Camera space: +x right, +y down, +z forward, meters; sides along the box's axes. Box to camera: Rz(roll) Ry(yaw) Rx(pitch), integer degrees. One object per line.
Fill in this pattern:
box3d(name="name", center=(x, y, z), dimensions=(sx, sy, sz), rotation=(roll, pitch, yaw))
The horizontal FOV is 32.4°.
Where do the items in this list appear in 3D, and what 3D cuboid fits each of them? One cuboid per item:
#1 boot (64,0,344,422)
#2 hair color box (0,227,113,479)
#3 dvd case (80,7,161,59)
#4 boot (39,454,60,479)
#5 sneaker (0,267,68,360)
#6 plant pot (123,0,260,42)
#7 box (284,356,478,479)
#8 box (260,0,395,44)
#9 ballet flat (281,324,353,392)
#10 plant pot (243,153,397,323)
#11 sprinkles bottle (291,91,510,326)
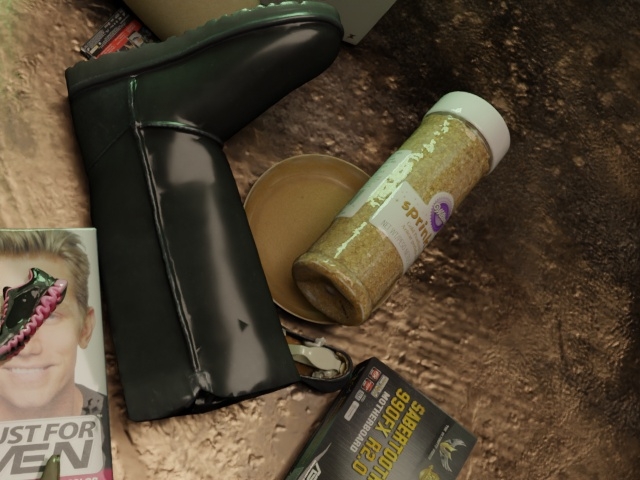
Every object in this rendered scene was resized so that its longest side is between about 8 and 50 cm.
box3d(name="boot", center=(-0.102, -0.032, 1.327), dimensions=(0.366, 0.146, 0.445), rotation=(-16, 74, 9))
box3d(name="hair color box", center=(-0.336, 0.164, 1.248), dimensions=(0.173, 0.105, 0.347), rotation=(-1, 74, -23))
box3d(name="dvd case", center=(-0.246, -0.241, 1.462), dimensions=(0.119, 0.013, 0.087), rotation=(40, 63, -6))
box3d(name="boot", center=(-0.315, 0.281, 1.141), dimensions=(0.086, 0.042, 0.119), rotation=(3, 67, -13))
box3d(name="sneaker", center=(-0.328, 0.077, 1.197), dimensions=(0.057, 0.047, 0.119), rotation=(35, 56, -2))
box3d(name="plant pot", center=(-0.190, -0.393, 1.423), dimensions=(0.256, 0.256, 0.274), rotation=(-33, 105, -28))
box3d(name="box", center=(0.071, 0.295, 1.407), dimensions=(0.183, 0.056, 0.231), rotation=(39, 64, -7))
box3d(name="box", center=(0.012, -0.381, 1.519), dimensions=(0.180, 0.182, 0.119), rotation=(15, 68, -18))
box3d(name="ballet flat", center=(-0.047, 0.137, 1.398), dimensions=(0.203, 0.074, 0.074), rotation=(23, 67, -15))
box3d(name="plant pot", center=(0.000, 0.000, 1.482), dimensions=(0.236, 0.032, 0.236), rotation=(7, 71, -22))
box3d(name="sprinkles bottle", center=(0.111, -0.047, 1.458), dimensions=(0.121, 0.121, 0.355), rotation=(45, 63, -5))
